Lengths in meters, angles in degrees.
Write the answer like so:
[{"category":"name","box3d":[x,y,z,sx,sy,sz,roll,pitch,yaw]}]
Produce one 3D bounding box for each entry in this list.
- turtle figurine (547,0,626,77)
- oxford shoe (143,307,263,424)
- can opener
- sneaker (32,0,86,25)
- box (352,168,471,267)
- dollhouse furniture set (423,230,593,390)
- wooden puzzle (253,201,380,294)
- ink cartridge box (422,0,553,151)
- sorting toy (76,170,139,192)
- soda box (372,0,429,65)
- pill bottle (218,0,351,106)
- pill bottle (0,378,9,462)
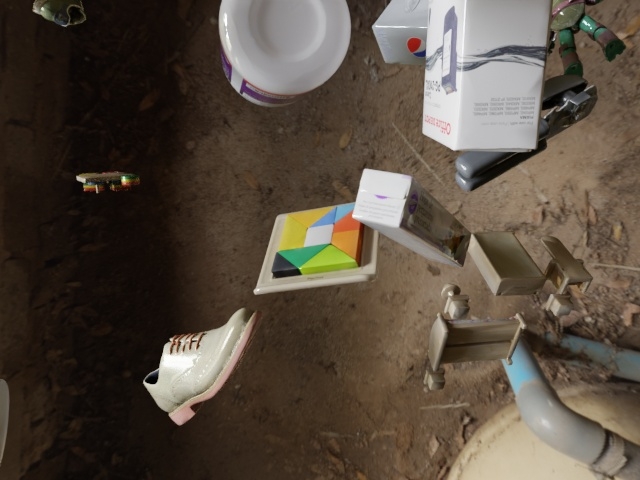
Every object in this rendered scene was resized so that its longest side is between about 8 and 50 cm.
[{"category":"turtle figurine","box3d":[0.508,-0.442,1.062,0.175,0.118,0.234,-42,46,44]},{"category":"oxford shoe","box3d":[-0.263,0.255,1.114,0.147,0.140,0.397,39,120,-5]},{"category":"can opener","box3d":[0.345,-0.192,0.900,0.284,0.076,0.095,-29,57,-4]},{"category":"sneaker","box3d":[-0.613,-0.562,1.279,0.086,0.192,0.064,29,117,-13]},{"category":"box","box3d":[0.144,-0.020,0.738,0.067,0.324,0.063,12,85,30]},{"category":"dollhouse furniture set","box3d":[0.403,0.167,1.235,0.304,0.173,0.355,-1,128,-9]},{"category":"wooden puzzle","box3d":[0.000,0.000,0.959,0.221,0.238,0.044,-9,127,18]},{"category":"ink cartridge box","box3d":[0.193,-0.235,0.631,0.100,0.172,0.237,-1,108,-1]},{"category":"sorting toy","box3d":[-0.615,-0.165,1.494,0.133,0.275,0.046,-10,105,-32]},{"category":"soda box","box3d":[0.243,-0.384,0.957,0.286,0.091,0.098,20,67,39]},{"category":"pill bottle","box3d":[-0.070,-0.313,0.842,0.182,0.323,0.181,-2,100,-10]},{"category":"pill bottle","box3d":[-0.399,0.182,0.481,0.180,0.108,0.107,11,99,-36]}]
